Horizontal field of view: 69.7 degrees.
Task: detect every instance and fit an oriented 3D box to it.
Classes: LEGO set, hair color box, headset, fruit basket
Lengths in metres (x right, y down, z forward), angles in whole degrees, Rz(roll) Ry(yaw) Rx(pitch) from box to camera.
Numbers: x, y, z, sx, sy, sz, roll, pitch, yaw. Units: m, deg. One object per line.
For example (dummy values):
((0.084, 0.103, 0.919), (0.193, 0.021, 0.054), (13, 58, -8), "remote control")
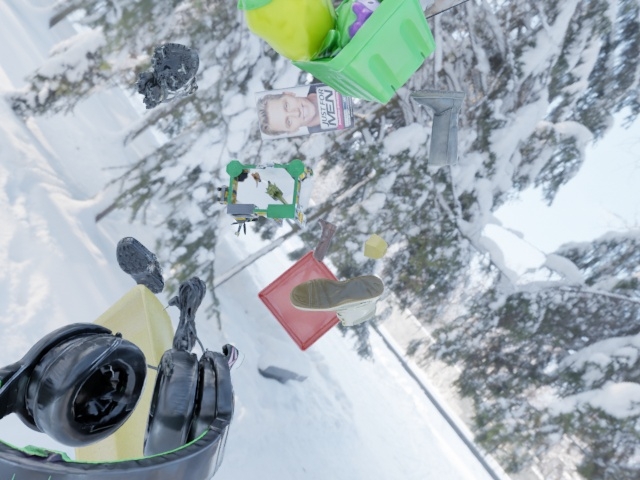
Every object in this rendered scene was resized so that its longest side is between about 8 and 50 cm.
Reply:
((-0.176, -0.154, 1.616), (0.192, 0.331, 0.255), (45, 40, -75), "LEGO set")
((-0.058, -0.479, 1.688), (0.105, 0.347, 0.174), (-112, -167, -70), "hair color box")
((-0.208, 0.151, 0.534), (0.243, 0.185, 0.394), (13, 2, 0), "headset")
((0.022, -0.492, 1.035), (0.392, 0.283, 0.392), (42, 4, -4), "fruit basket")

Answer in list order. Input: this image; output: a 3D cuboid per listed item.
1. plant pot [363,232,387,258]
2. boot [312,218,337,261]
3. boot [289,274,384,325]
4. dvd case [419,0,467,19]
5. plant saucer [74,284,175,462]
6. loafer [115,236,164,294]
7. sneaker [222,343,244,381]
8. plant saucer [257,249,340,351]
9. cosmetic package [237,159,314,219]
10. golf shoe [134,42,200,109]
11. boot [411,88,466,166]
((0.248, 0.034, 2.017), (0.083, 0.081, 0.081), (25, -40, 24), "plant pot")
((0.000, 0.000, 1.298), (0.037, 0.114, 0.106), (18, 7, -22), "boot")
((0.037, 0.151, 1.089), (0.165, 0.213, 0.077), (90, -8, -61), "boot")
((0.329, -0.625, 1.060), (0.022, 0.253, 0.180), (61, -6, 26), "dvd case")
((-0.341, 0.291, 0.827), (0.081, 0.332, 0.333), (7, 57, -48), "plant saucer")
((-0.449, 0.056, 1.150), (0.223, 0.076, 0.078), (85, -5, -55), "loafer")
((-0.295, 0.380, 1.342), (0.077, 0.072, 0.178), (54, 36, -29), "sneaker")
((-0.046, 0.211, 1.621), (0.259, 0.258, 0.048), (50, -11, 6), "plant saucer")
((-0.186, -0.207, 1.893), (0.224, 0.224, 0.138), (31, -53, 20), "cosmetic package")
((-0.253, -0.298, 0.814), (0.198, 0.094, 0.077), (-5, -71, 48), "golf shoe")
((0.325, -0.315, 1.298), (0.076, 0.189, 0.208), (-128, -140, -56), "boot")
